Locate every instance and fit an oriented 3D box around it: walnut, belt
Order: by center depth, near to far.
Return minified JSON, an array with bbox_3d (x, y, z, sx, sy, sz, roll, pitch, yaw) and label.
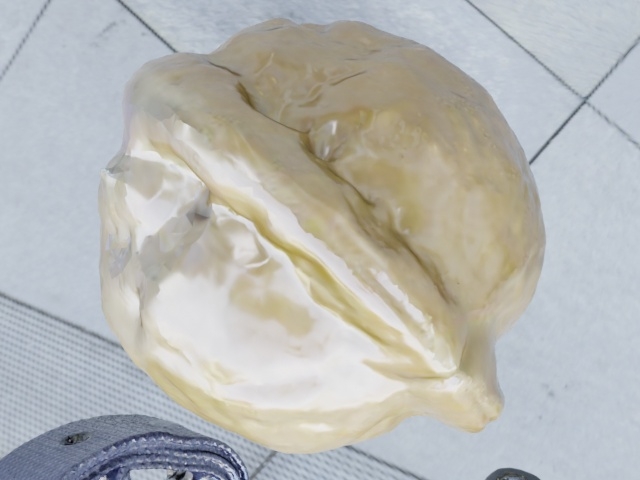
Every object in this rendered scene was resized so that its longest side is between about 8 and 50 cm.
[{"bbox_3d":[-0.002,-0.011,0.816,0.384,0.383,0.383,3,100,19],"label":"walnut"},{"bbox_3d":[-0.169,0.230,0.871,0.126,0.230,0.139,3,91,42],"label":"belt"}]

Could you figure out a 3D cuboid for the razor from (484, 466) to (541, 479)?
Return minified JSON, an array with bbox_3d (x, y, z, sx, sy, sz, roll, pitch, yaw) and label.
[{"bbox_3d":[0.193,0.416,1.139,0.113,0.204,0.349,13,139,2],"label":"razor"}]
